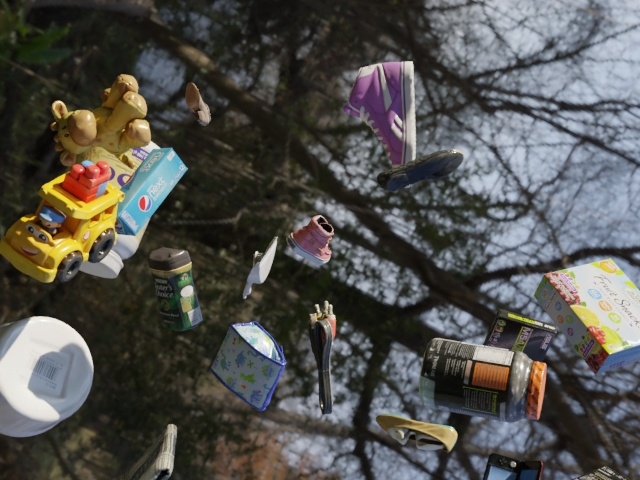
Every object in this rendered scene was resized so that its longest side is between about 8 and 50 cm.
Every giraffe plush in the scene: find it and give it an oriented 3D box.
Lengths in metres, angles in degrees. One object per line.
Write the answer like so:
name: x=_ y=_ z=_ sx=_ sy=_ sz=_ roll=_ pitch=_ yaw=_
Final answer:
giraffe plush: x=-0.481 y=-0.244 z=1.855 sx=0.210 sy=0.170 sz=0.181 roll=-51 pitch=-124 yaw=49

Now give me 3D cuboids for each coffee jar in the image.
coffee jar: x=-0.330 y=0.107 z=1.965 sx=0.079 sy=0.096 sz=0.184 roll=-24 pitch=112 yaw=-43

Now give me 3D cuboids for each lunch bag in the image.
lunch bag: x=-0.142 y=0.265 z=1.832 sx=0.096 sy=0.151 sz=0.129 roll=0 pitch=122 yaw=-46

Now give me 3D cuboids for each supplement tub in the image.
supplement tub: x=0.468 y=0.406 z=2.501 sx=0.207 sy=0.338 sz=0.207 roll=8 pitch=90 yaw=-71
supplement tub: x=-0.541 y=-0.096 z=2.177 sx=0.241 sy=0.241 sz=0.331 roll=129 pitch=-19 yaw=-70

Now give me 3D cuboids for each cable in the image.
cable: x=0.023 y=0.299 z=2.198 sx=0.139 sy=0.072 sz=0.287 roll=169 pitch=-89 yaw=-72

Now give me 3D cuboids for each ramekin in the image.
ramekin: x=-0.669 y=0.310 z=2.027 sx=0.135 sy=0.277 sz=0.277 roll=-24 pitch=-148 yaw=42

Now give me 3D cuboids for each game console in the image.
game console: x=0.427 y=0.560 z=1.973 sx=0.085 sy=0.124 sz=0.144 roll=68 pitch=39 yaw=-62

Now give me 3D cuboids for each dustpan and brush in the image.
dustpan and brush: x=-0.189 y=0.097 z=2.553 sx=0.147 sy=0.060 sz=0.211 roll=-59 pitch=164 yaw=-54

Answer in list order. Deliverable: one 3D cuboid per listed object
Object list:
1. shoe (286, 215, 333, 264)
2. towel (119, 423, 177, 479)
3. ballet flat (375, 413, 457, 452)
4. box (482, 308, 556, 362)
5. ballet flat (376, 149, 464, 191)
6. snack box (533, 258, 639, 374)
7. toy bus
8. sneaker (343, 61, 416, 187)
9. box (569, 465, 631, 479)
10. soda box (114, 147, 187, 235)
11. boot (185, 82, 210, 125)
shoe: x=0.000 y=0.000 z=1.842 sx=0.081 sy=0.063 sz=0.178 roll=-37 pitch=158 yaw=14
towel: x=-0.480 y=0.621 z=2.163 sx=0.324 sy=0.056 sz=0.312 roll=-49 pitch=-169 yaw=2
ballet flat: x=0.254 y=0.527 z=2.367 sx=0.080 sy=0.232 sz=0.073 roll=72 pitch=32 yaw=-46
box: x=0.602 y=0.314 z=2.659 sx=0.045 sy=0.184 sz=0.190 roll=-67 pitch=174 yaw=-54
ballet flat: x=0.186 y=-0.137 z=1.615 sx=0.049 sy=0.173 sz=0.057 roll=-125 pitch=-159 yaw=-52
snack box: x=0.542 y=0.140 z=1.662 sx=0.207 sy=0.174 sz=0.070 roll=60 pitch=-31 yaw=37
toy bus: x=-0.474 y=-0.053 z=1.636 sx=0.220 sy=0.149 sz=0.211 roll=-43 pitch=164 yaw=-55
sneaker: x=0.134 y=-0.254 z=1.939 sx=0.102 sy=0.161 sz=0.282 roll=42 pitch=45 yaw=-82
box: x=0.650 y=0.597 z=1.949 sx=0.180 sy=0.147 sz=0.077 roll=20 pitch=-60 yaw=62
soda box: x=-0.389 y=-0.109 z=1.918 sx=0.071 sy=0.067 sz=0.210 roll=4 pitch=-130 yaw=41
boot: x=-0.336 y=-0.376 z=2.406 sx=0.087 sy=0.042 sz=0.118 roll=-29 pitch=110 yaw=-76
